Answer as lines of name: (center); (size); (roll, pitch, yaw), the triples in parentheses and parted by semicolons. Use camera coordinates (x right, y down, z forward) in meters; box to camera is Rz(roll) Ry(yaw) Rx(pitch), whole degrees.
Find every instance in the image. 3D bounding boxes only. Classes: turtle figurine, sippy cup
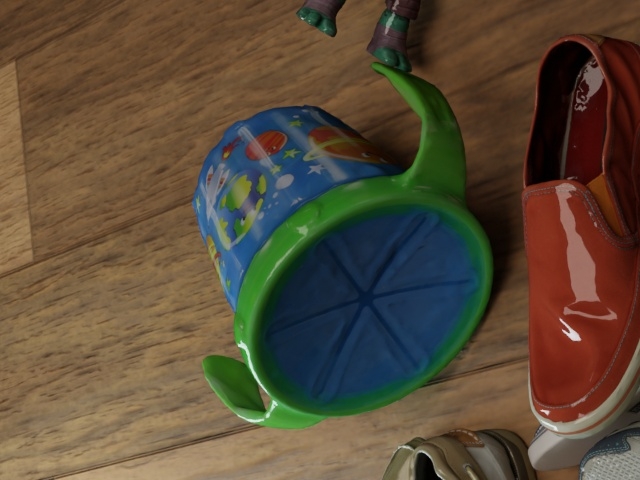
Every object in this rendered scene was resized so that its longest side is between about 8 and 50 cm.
turtle figurine: (0.079, -0.279, 1.555); (0.175, 0.118, 0.234); (27, 100, 2)
sippy cup: (0.000, 0.000, 1.546); (0.305, 0.240, 0.224); (-33, 42, -4)

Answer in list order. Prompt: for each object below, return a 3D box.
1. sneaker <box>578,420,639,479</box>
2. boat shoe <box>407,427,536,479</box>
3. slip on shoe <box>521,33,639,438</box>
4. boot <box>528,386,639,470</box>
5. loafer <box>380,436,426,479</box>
sneaker: (0.287, 0.209, 1.271); (0.283, 0.122, 0.110); (20, 115, 46)
boat shoe: (0.142, 0.304, 1.441); (0.113, 0.103, 0.302); (-35, 63, 39)
slip on shoe: (0.200, -0.010, 1.363); (0.123, 0.101, 0.331); (-9, 67, 48)
boot: (0.232, 0.105, 1.402); (0.190, 0.069, 0.086); (-40, 51, 28)
loafer: (0.065, 0.246, 1.564); (0.056, 0.050, 0.148); (30, 108, 43)
